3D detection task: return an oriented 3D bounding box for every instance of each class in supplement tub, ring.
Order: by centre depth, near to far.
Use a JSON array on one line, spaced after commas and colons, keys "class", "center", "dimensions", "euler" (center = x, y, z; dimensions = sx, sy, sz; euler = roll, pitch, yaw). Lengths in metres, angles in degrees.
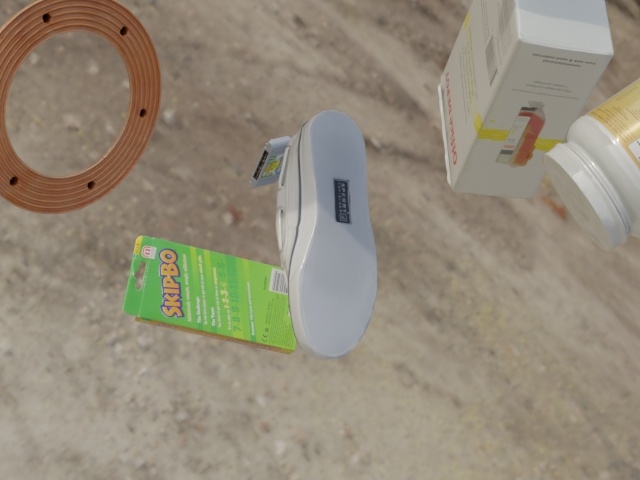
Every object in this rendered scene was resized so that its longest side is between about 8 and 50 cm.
[{"class": "supplement tub", "center": [0.346, -0.093, 1.300], "dimensions": [0.144, 0.200, 0.144], "euler": [56, 0, -1]}, {"class": "ring", "center": [-0.374, -0.202, 1.853], "dimensions": [0.032, 0.336, 0.337], "euler": [24, 4, 41]}]

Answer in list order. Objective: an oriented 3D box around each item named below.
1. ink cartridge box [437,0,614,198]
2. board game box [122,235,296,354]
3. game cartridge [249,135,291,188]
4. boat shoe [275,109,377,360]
[{"class": "ink cartridge box", "center": [0.334, -0.293, 2.123], "dimensions": [0.161, 0.384, 0.279], "euler": [6, 54, -10]}, {"class": "board game box", "center": [-0.154, 0.080, 1.842], "dimensions": [0.260, 0.039, 0.124], "euler": [15, 68, -16]}, {"class": "game cartridge", "center": [-0.071, -0.115, 1.859], "dimensions": [0.017, 0.083, 0.056], "euler": [40, 34, 21]}, {"class": "boat shoe", "center": [0.000, 0.000, 1.265], "dimensions": [0.095, 0.084, 0.258], "euler": [17, 65, -27]}]
